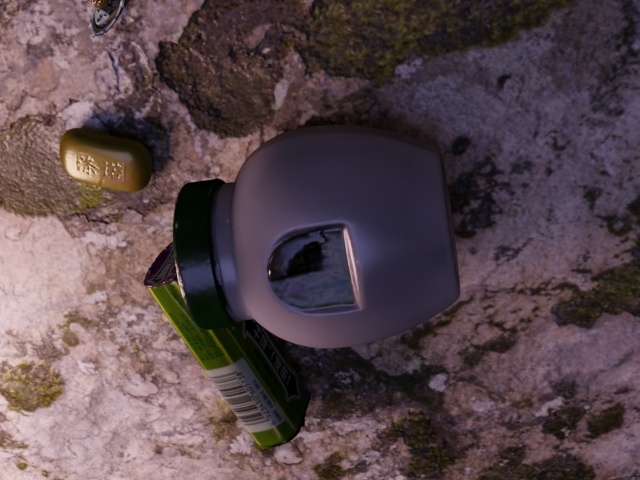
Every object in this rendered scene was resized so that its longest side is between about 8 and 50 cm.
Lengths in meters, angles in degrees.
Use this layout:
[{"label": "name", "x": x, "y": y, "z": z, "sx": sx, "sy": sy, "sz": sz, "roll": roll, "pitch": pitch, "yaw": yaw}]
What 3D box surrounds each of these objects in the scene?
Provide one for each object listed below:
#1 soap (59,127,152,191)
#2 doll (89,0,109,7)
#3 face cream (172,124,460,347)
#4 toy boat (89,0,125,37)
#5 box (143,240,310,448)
[{"label": "soap", "x": -0.315, "y": -0.116, "z": 1.452, "sx": 0.140, "sy": 0.045, "sz": 0.088, "roll": 12, "pitch": 128, "yaw": 3}, {"label": "doll", "x": -0.301, "y": -0.365, "z": 1.256, "sx": 0.210, "sy": 0.097, "sz": 0.137, "roll": -16, "pitch": 101, "yaw": 27}, {"label": "face cream", "x": 0.000, "y": 0.000, "z": 1.353, "sx": 0.357, "sy": 0.219, "sz": 0.312, "roll": -7, "pitch": 113, "yaw": 10}, {"label": "toy boat", "x": -0.287, "y": -0.305, "z": 1.329, "sx": 0.038, "sy": 0.038, "sz": 0.083, "roll": 30, "pitch": 122, "yaw": -9}, {"label": "box", "x": -0.139, "y": 0.160, "z": 1.546, "sx": 0.097, "sy": 0.134, "sz": 0.345, "roll": -18, "pitch": 118, "yaw": 25}]
